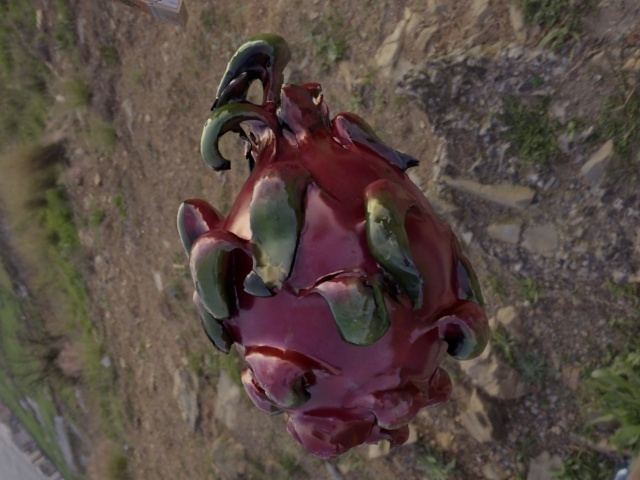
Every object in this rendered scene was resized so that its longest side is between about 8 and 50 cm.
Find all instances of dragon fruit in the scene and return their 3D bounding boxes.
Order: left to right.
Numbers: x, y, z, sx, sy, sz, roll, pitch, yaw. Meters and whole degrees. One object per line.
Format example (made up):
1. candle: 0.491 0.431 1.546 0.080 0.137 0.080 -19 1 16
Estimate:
1. dragon fruit: -0.002 0.009 0.479 0.198 0.218 0.273 -60 44 36

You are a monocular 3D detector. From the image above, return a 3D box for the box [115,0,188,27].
1. box: -0.130 -0.164 0.441 0.083 0.012 0.046 19 -177 -8
